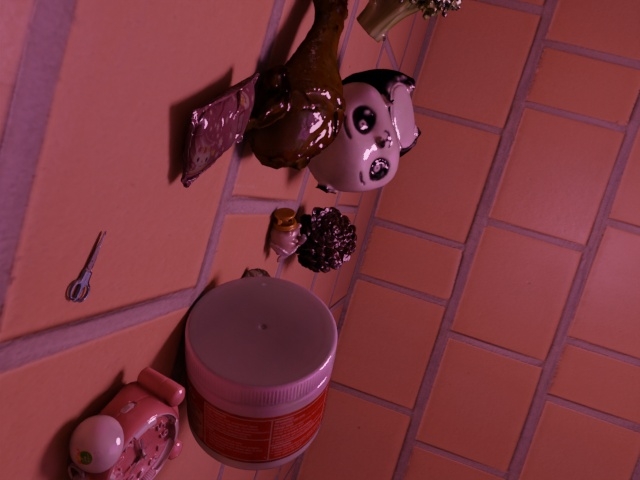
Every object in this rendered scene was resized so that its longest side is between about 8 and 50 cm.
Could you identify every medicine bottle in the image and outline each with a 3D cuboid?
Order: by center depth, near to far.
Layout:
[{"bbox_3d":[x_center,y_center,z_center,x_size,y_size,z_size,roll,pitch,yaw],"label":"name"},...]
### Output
[{"bbox_3d":[-0.107,0.230,1.056,0.252,0.253,0.240,-60,164,-49],"label":"medicine bottle"}]

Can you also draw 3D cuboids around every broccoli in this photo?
[{"bbox_3d":[0.175,-0.561,1.254,0.288,0.260,0.235,-57,127,-66],"label":"broccoli"}]

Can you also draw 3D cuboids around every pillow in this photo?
[{"bbox_3d":[-0.141,-0.158,0.836,0.185,0.043,0.118,-51,163,-54],"label":"pillow"}]

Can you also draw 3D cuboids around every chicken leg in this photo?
[{"bbox_3d":[-0.008,-0.272,1.061,0.361,0.140,0.211,-64,159,-21],"label":"chicken leg"}]

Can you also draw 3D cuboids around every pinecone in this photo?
[{"bbox_3d":[0.001,0.008,1.538,0.165,0.163,0.162,-51,-168,55],"label":"pinecone"}]

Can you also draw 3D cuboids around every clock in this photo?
[{"bbox_3d":[-0.263,0.268,0.797,0.162,0.093,0.165,-42,149,-52],"label":"clock"}]

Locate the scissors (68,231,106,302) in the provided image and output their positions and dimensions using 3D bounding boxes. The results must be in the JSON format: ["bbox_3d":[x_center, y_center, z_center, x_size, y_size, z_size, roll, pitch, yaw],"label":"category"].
[{"bbox_3d":[-0.252,0.028,0.662,0.036,0.006,0.083,58,50,-74],"label":"scissors"}]

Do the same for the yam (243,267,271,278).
[{"bbox_3d":[-0.121,0.172,1.373,0.371,0.083,0.083,85,25,-63],"label":"yam"}]

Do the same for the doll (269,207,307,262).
[{"bbox_3d":[-0.069,-0.004,1.325,0.073,0.084,0.127,-56,153,-53],"label":"doll"}]

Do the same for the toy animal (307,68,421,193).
[{"bbox_3d":[0.083,-0.239,1.366,0.310,0.251,0.250,-42,150,-46],"label":"toy animal"}]
